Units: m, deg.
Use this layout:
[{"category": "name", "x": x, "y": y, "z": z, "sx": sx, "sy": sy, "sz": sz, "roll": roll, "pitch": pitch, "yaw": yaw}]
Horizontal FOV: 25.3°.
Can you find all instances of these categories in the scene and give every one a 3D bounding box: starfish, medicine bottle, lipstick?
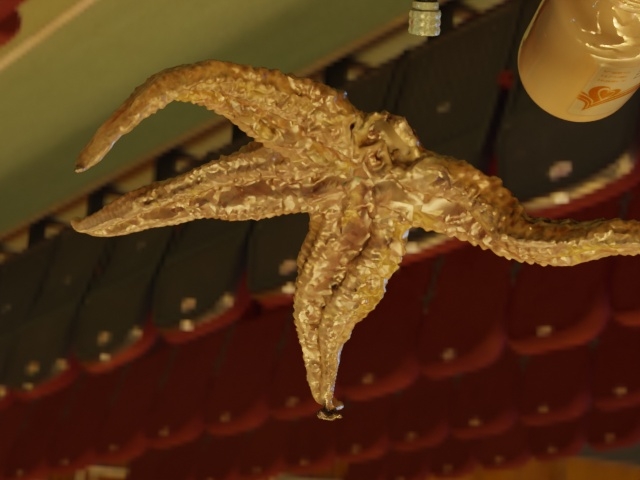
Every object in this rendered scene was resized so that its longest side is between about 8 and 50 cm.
[{"category": "starfish", "x": 0.000, "y": -0.010, "z": 1.100, "sx": 0.398, "sy": 0.132, "sz": 0.384, "roll": 25, "pitch": 137, "yaw": -19}, {"category": "medicine bottle", "x": 0.243, "y": -0.190, "z": 1.186, "sx": 0.114, "sy": 0.114, "sz": 0.252, "roll": 4, "pitch": 164, "yaw": -4}, {"category": "lipstick", "x": 0.117, "y": -0.282, "z": 1.548, "sx": 0.037, "sy": 0.116, "sz": 0.037, "roll": 3, "pitch": -165, "yaw": -1}]
